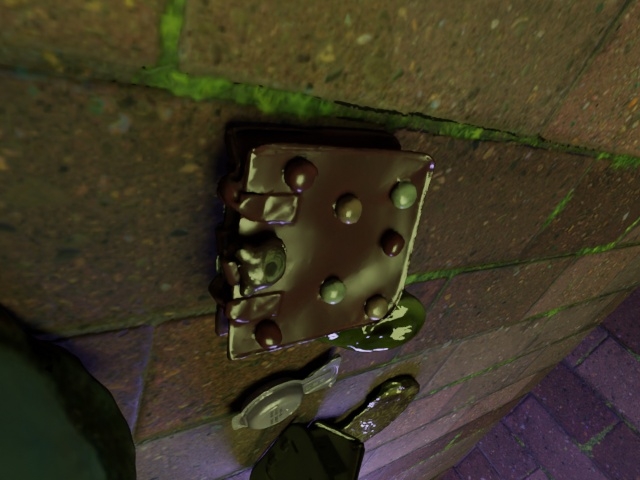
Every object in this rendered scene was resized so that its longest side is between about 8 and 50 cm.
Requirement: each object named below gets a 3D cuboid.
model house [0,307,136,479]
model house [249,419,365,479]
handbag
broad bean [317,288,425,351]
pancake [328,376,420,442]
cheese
[{"bbox_3d":[-0.352,0.223,0.236,0.338,0.297,0.360,-29,142,1],"label":"model house"},{"bbox_3d":[0.037,0.485,0.865,0.278,0.205,0.218,12,122,-44],"label":"model house"},{"bbox_3d":[0.002,0.001,0.407,0.216,0.074,0.203,-8,119,-36],"label":"handbag"},{"bbox_3d":[0.052,0.093,0.593,0.206,0.072,0.153,21,111,-35],"label":"broad bean"},{"bbox_3d":[0.103,0.417,0.997,0.286,0.033,0.288,5,125,-40],"label":"pancake"},{"bbox_3d":[-0.051,0.245,0.679,0.190,0.042,0.105,-18,140,-25],"label":"cheese"}]
